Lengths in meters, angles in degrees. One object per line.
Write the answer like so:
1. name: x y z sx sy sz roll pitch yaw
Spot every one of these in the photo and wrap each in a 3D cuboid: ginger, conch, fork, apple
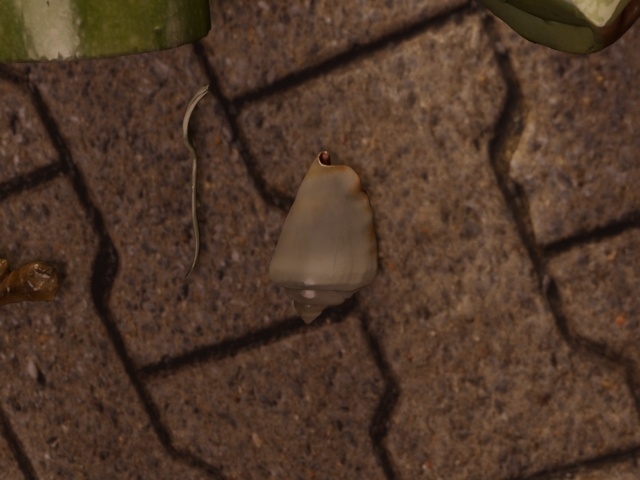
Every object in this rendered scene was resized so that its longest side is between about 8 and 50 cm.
1. ginger: -0.381 0.037 1.473 0.165 0.067 0.096 -11 106 8
2. conch: 0.006 0.001 1.337 0.104 0.094 0.176 12 86 28
3. fork: -0.139 -0.060 1.377 0.028 0.034 0.219 1 114 -11
4. apple: 0.213 -0.267 1.099 0.188 0.174 0.207 41 128 6

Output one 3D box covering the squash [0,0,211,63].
1. squash: -0.247 -0.370 1.166 0.263 0.263 0.384 1 110 18
